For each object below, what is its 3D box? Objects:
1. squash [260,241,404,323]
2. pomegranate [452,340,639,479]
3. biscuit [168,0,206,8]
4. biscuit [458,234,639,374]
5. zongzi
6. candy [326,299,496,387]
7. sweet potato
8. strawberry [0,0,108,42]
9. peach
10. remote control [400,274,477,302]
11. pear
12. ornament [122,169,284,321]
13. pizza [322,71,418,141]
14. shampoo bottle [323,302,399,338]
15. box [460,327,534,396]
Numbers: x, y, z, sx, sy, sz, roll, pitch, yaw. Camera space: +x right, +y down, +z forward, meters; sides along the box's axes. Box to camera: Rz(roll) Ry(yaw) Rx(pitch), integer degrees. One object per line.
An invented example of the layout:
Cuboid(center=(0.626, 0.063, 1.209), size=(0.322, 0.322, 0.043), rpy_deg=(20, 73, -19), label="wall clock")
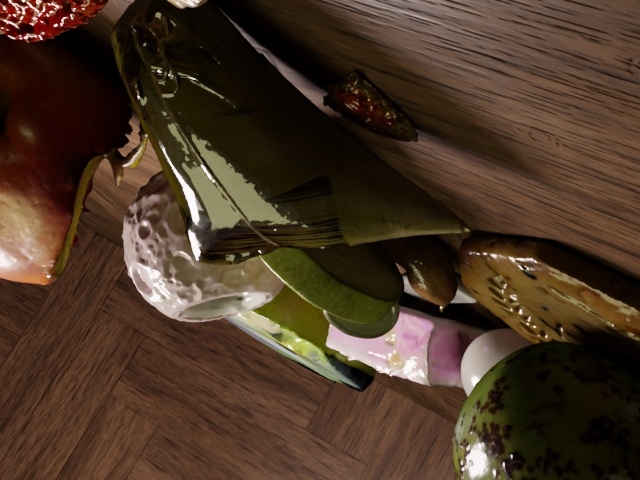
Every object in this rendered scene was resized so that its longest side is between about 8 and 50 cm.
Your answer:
Cuboid(center=(0.000, 0.000, 1.197), size=(0.252, 0.049, 0.252), rpy_deg=(35, -160, -15), label="squash")
Cuboid(center=(0.263, 0.292, 1.090), size=(0.284, 0.341, 0.285), rpy_deg=(26, 164, 8), label="pomegranate")
Cuboid(center=(-0.143, -0.246, 0.773), size=(0.183, 0.061, 0.118), rpy_deg=(28, 170, 28), label="biscuit")
Cuboid(center=(0.314, 0.098, 1.114), size=(0.359, 0.046, 0.359), rpy_deg=(31, 168, 7), label="biscuit")
Cuboid(center=(-0.026, -0.112, 0.889), size=(0.299, 0.145, 0.274), rpy_deg=(0, 130, 26), label="zongzi")
Cuboid(center=(0.142, 0.161, 1.546), size=(0.155, 0.116, 0.265), rpy_deg=(15, 180, -37), label="candy")
Cuboid(center=(0.125, 0.017, 1.218), size=(0.068, 0.068, 0.226), rpy_deg=(15, 151, 54), label="sweet potato")
Cuboid(center=(-0.310, -0.273, 0.974), size=(0.286, 0.106, 0.188), rpy_deg=(18, 165, 47), label="strawberry")
Cuboid(center=(-0.437, -0.123, 1.357), size=(0.310, 0.335, 0.406), rpy_deg=(28, 168, -8), label="peach")
Cuboid(center=(0.163, 0.076, 1.443), size=(0.067, 0.029, 0.261), rpy_deg=(32, 169, -11), label="remote control")
Cuboid(center=(-0.041, 0.129, 1.856), size=(0.398, 0.165, 0.399), rpy_deg=(30, 169, 7), label="pear")
Cuboid(center=(-0.163, -0.008, 1.391), size=(0.259, 0.225, 0.259), rpy_deg=(-11, 164, -3), label="ornament")
Cuboid(center=(0.033, -0.125, 0.916), size=(0.100, 0.029, 0.099), rpy_deg=(41, 166, -36), label="pizza")
Cuboid(center=(0.032, 0.043, 1.381), size=(0.118, 0.087, 0.234), rpy_deg=(27, -162, -25), label="shampoo bottle")
Cuboid(center=(0.375, 0.263, 1.413), size=(0.288, 0.141, 0.349), rpy_deg=(23, 166, 40), label="box")
